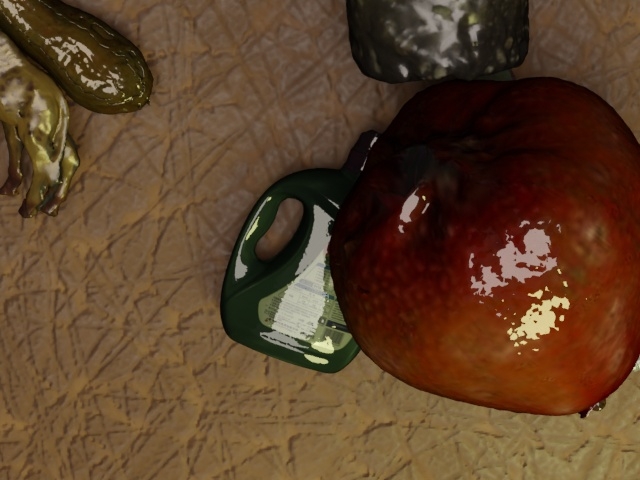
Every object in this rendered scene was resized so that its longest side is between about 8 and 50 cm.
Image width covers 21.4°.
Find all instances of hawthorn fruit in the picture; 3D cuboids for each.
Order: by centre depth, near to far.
[{"bbox_3d":[0.165,0.004,1.418,0.311,0.295,0.295,15,102,-37],"label":"hawthorn fruit"}]

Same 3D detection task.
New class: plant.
[{"bbox_3d":[0.100,-0.298,1.423,0.194,0.181,0.321,-5,105,1],"label":"plant"}]

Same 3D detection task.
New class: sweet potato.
[{"bbox_3d":[-0.239,-0.198,1.500,0.081,0.062,0.233,-41,94,-3],"label":"sweet potato"}]

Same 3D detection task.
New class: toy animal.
[{"bbox_3d":[-0.299,-0.142,1.490,0.149,0.054,0.275,-8,112,26],"label":"toy animal"}]

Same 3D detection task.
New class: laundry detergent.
[{"bbox_3d":[0.000,0.000,1.527,0.144,0.078,0.222,19,101,-3],"label":"laundry detergent"}]

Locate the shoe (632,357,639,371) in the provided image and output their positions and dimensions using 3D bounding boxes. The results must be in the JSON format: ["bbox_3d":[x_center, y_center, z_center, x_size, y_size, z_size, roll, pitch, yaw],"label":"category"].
[{"bbox_3d":[0.257,0.091,1.554,0.143,0.064,0.071,-18,91,5],"label":"shoe"}]

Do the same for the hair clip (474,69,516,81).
[{"bbox_3d":[0.167,-0.094,1.537,0.054,0.022,0.137,-20,107,5],"label":"hair clip"}]
